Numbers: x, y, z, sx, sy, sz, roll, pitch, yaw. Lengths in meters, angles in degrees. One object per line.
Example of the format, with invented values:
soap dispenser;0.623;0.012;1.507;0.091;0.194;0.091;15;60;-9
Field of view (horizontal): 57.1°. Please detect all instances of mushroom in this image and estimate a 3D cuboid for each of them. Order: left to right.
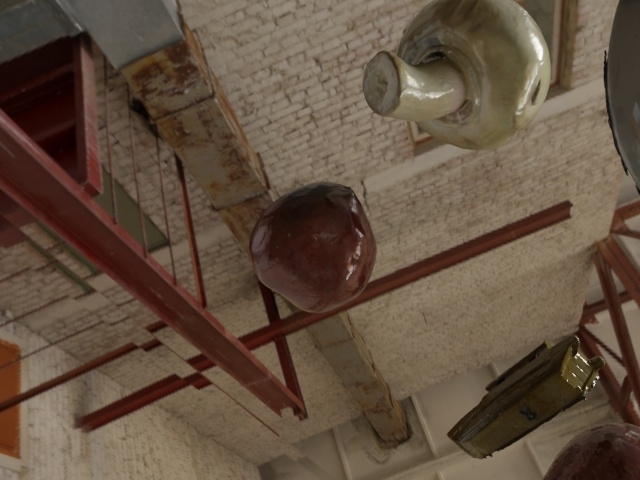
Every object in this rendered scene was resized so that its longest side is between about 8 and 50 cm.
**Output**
mushroom;0.261;-0.340;1.155;0.356;0.315;0.315;17;-121;-11

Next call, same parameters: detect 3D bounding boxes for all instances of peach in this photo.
peach;0.000;0.000;0.693;0.152;0.152;0.152;-8;-124;13

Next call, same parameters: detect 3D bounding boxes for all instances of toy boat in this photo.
toy boat;0.257;0.203;0.761;0.226;0.068;0.088;-46;-171;24

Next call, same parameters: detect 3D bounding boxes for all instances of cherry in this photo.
cherry;0.483;0.445;0.993;0.307;0.261;0.221;-18;-141;-25

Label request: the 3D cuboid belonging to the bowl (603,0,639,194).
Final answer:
bowl;0.483;-0.185;0.626;0.345;0.345;0.157;-49;-157;-16
